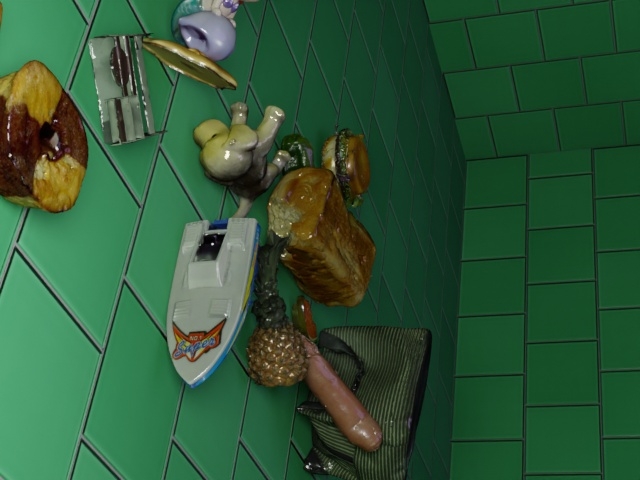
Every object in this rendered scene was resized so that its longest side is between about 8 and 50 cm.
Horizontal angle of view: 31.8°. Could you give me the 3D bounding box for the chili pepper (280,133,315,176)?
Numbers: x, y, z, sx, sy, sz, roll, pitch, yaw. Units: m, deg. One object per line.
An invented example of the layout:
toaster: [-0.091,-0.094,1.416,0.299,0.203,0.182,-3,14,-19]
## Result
chili pepper: [-0.037,-0.117,2.311,0.073,0.072,0.204,-51,138,-53]

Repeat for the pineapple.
pineapple: [-0.087,0.119,2.026,0.130,0.119,0.277,-15,99,-54]

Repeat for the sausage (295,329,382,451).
sausage: [0.009,0.275,2.123,0.304,0.078,0.078,49,24,-5]

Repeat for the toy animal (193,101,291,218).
toy animal: [-0.137,-0.149,1.932,0.233,0.121,0.169,72,36,-64]

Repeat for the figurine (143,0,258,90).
figurine: [-0.164,-0.383,1.723,0.181,0.208,0.257,27,85,-25]

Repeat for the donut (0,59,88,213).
donut: [-0.340,-0.116,1.311,0.184,0.073,0.166,50,39,-64]

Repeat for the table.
table: [-0.276,-0.211,1.562,0.175,0.062,0.146,-36,120,-71]

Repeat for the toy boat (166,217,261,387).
toy boat: [-0.170,0.092,1.723,0.088,0.129,0.295,64,28,-51]

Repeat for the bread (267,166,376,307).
bread: [-0.004,-0.003,2.252,0.344,0.148,0.195,57,43,-55]

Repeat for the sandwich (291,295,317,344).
sandwich: [-0.034,0.171,2.324,0.067,0.029,0.135,-78,159,-46]

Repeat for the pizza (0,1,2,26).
pizza: [-0.400,-0.204,1.175,0.161,0.062,0.182,65,31,-65]

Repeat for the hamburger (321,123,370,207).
hamburger: [0.055,-0.168,2.593,0.164,0.093,0.190,7,78,-71]

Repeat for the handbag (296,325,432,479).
handbag: [0.093,0.332,2.318,0.341,0.240,0.247,-73,166,-48]
